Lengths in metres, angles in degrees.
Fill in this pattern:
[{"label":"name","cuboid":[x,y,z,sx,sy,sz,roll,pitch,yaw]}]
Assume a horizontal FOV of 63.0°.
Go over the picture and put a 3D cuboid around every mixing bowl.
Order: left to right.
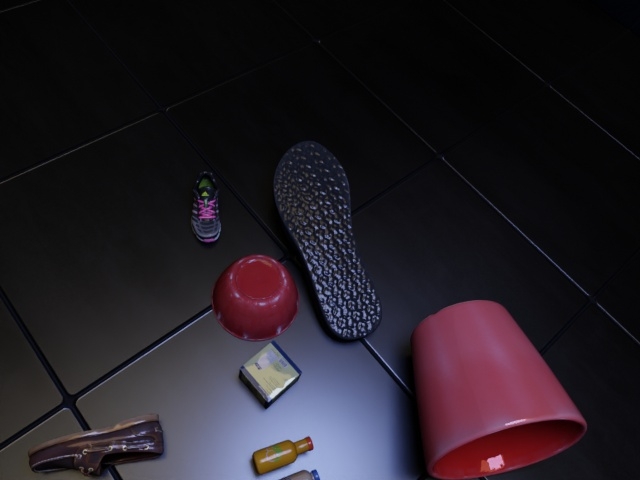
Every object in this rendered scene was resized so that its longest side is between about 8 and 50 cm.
[{"label":"mixing bowl","cuboid":[-0.124,0.095,1.033,0.181,0.098,0.182,5,59,-9]}]

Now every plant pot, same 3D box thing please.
[{"label":"plant pot","cuboid":[0.287,0.259,0.934,0.274,0.275,0.243,-2,50,-12]}]

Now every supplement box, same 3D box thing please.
[{"label":"supplement box","cuboid":[-0.094,0.249,0.972,0.083,0.056,0.083,-37,73,-27]}]

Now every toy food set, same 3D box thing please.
[{"label":"toy food set","cuboid":[-0.024,0.433,0.835,0.104,0.111,0.232,-15,28,-18]}]

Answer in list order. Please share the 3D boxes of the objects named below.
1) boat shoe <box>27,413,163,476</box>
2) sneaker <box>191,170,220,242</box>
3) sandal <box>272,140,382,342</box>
[{"label":"boat shoe","cuboid":[-0.363,0.346,0.855,0.206,0.073,0.073,-11,61,-16]},{"label":"sneaker","cuboid":[-0.247,-0.079,1.123,0.063,0.075,0.171,-1,61,-11]},{"label":"sandal","cuboid":[-0.002,0.002,1.121,0.167,0.107,0.446,-10,75,-18]}]
